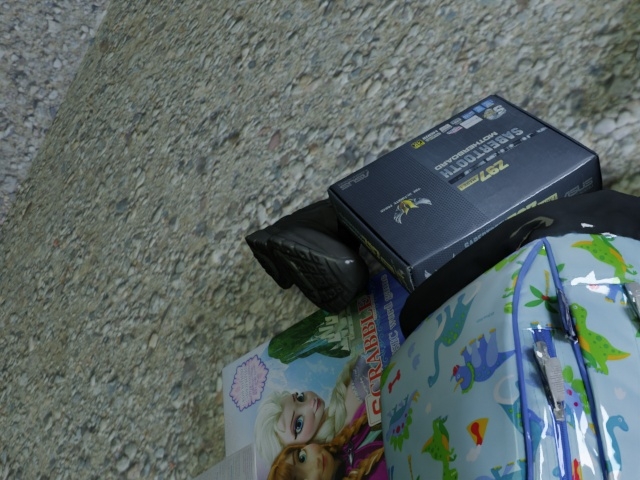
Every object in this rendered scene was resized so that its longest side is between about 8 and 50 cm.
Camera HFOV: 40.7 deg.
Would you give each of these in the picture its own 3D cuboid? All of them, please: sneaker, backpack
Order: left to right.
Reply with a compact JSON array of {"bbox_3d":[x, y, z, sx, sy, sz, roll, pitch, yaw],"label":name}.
[{"bbox_3d":[0.000,0.000,1.051,0.130,0.109,0.286,-37,19,-11],"label":"sneaker"},{"bbox_3d":[0.176,0.170,0.697,0.290,0.274,0.355,-45,52,47],"label":"backpack"}]

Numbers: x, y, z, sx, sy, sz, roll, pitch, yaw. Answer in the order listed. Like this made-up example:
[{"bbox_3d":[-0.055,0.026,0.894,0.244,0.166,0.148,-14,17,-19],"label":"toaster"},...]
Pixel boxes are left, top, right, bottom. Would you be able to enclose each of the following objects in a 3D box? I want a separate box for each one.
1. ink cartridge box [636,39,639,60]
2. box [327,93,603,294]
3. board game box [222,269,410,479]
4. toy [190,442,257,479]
[{"bbox_3d":[0.390,-0.301,0.804,0.223,0.045,0.223,123,170,-59],"label":"ink cartridge box"},{"bbox_3d":[0.149,-0.053,0.921,0.233,0.059,0.183,-30,39,-9],"label":"box"},{"bbox_3d":[0.020,0.226,0.965,0.318,0.066,0.318,-34,45,30],"label":"board game box"},{"bbox_3d":[-0.117,0.329,0.959,0.237,0.056,0.136,-36,48,39],"label":"toy"}]
